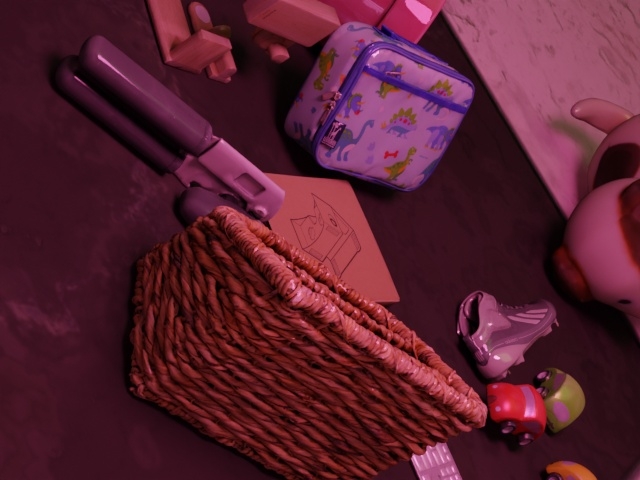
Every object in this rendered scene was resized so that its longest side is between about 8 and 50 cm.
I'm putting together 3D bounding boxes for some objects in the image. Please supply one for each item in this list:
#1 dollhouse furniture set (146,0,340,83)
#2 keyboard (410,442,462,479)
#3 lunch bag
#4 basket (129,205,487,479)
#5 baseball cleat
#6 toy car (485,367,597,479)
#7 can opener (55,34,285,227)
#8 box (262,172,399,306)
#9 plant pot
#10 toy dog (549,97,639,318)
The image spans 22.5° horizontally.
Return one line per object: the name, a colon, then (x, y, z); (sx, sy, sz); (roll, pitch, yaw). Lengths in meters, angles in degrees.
dollhouse furniture set: (-0.092, -0.273, 1.828); (0.144, 0.151, 0.123); (14, 52, -53)
keyboard: (0.112, 0.217, 1.820); (0.072, 0.014, 0.256); (-3, 66, -56)
lunch bag: (0.074, -0.160, 1.933); (0.219, 0.176, 0.090); (18, 17, -48)
basket: (-0.006, 0.081, 1.568); (0.299, 0.223, 0.213); (35, 38, -33)
baseball cleat: (0.238, 0.098, 2.052); (0.109, 0.072, 0.206); (56, 30, -4)
toy car: (0.297, 0.226, 2.023); (0.239, 0.053, 0.225); (56, 27, -17)
can opener: (-0.151, -0.089, 1.653); (0.283, 0.076, 0.095); (39, 35, -28)
box: (0.000, 0.000, 1.845); (0.201, 0.021, 0.164); (2, 61, -54)
plant pot: (0.048, -0.314, 2.046); (0.180, 0.201, 0.201); (35, 35, -7)
toy dog: (0.498, -0.035, 2.348); (0.395, 0.284, 0.408); (55, 33, -4)
